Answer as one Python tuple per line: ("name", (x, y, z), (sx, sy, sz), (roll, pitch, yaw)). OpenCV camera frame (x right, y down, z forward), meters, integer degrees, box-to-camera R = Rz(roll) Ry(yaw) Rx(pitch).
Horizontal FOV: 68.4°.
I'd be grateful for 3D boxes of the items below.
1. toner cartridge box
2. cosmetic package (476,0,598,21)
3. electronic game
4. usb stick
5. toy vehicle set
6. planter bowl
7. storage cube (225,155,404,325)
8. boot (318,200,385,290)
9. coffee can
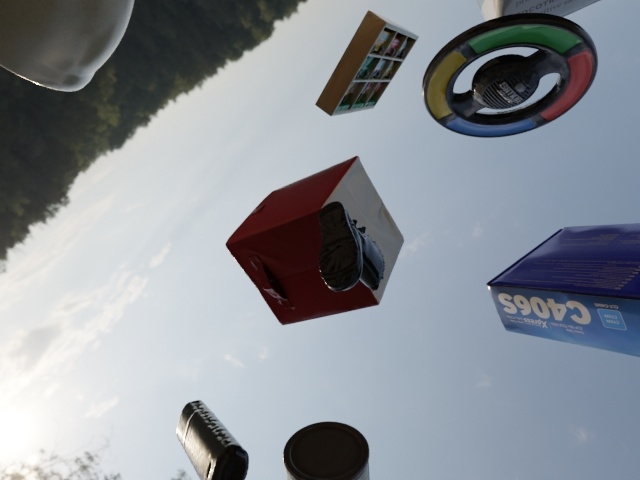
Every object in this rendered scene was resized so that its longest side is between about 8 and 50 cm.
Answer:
("toner cartridge box", (0.360, 0.046, 0.474), (0.165, 0.075, 0.348), (-31, -168, -22))
("cosmetic package", (0.316, -0.552, 0.581), (0.328, 0.394, 0.329), (-20, -114, 13))
("electronic game", (0.260, -0.220, 0.664), (0.230, 0.229, 0.048), (-14, -121, 35))
("usb stick", (-0.169, 0.304, 0.702), (0.278, 0.045, 0.077), (-8, -121, 64))
("toy vehicle set", (0.092, -0.313, 0.854), (0.166, 0.035, 0.267), (-56, 172, 28))
("planter bowl", (-0.195, -0.205, 0.330), (0.109, 0.162, 0.162), (-32, -150, 14))
("storage cube", (0.000, 0.000, 0.786), (0.193, 0.183, 0.215), (-18, -156, 34))
("boot", (0.038, 0.023, 0.517), (0.045, 0.099, 0.121), (-24, -135, 18))
("coffee can", (0.022, 0.616, 1.137), (0.202, 0.275, 0.201), (-4, -162, 1))
